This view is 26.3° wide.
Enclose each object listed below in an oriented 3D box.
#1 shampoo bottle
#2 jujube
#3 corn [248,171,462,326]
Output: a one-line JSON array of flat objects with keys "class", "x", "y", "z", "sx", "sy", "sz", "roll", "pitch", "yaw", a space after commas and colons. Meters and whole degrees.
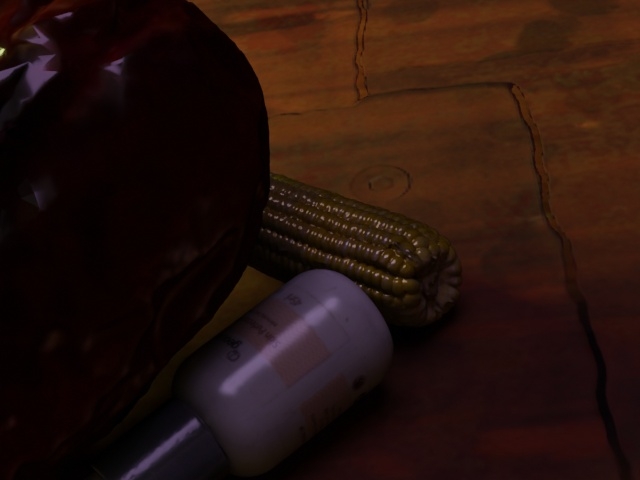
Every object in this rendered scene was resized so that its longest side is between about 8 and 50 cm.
[{"class": "shampoo bottle", "x": -0.051, "y": 0.091, "z": 0.703, "sx": 0.192, "sy": 0.074, "sz": 0.074, "roll": -35, "pitch": 46, "yaw": -20}, {"class": "jujube", "x": -0.165, "y": 0.025, "z": 0.669, "sx": 0.216, "sy": 0.216, "sz": 0.342, "roll": 22, "pitch": 69, "yaw": 32}, {"class": "corn", "x": 0.000, "y": 0.000, "z": 0.795, "sx": 0.165, "sy": 0.063, "sz": 0.085, "roll": 21, "pitch": 13, "yaw": 33}]
